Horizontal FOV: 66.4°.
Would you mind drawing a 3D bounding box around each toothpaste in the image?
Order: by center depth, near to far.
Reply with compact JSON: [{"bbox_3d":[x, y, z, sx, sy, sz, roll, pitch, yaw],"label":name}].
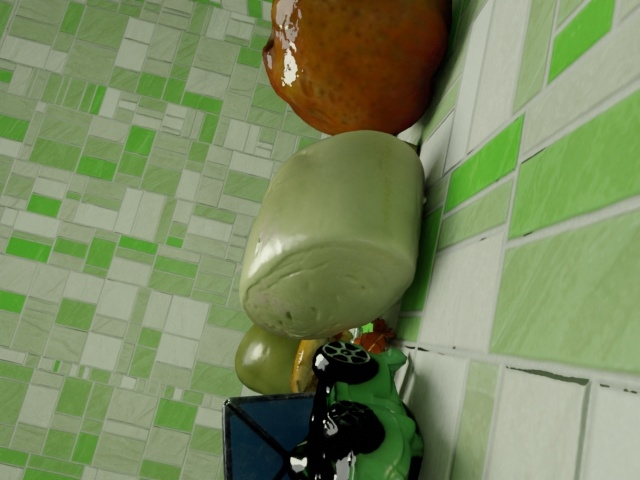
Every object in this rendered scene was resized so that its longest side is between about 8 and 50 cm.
[{"bbox_3d":[0.082,0.328,1.251,0.062,0.037,0.216,138,142,-85],"label":"toothpaste"}]

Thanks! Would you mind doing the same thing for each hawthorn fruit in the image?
[{"bbox_3d":[0.083,-0.472,1.200,0.472,0.471,0.472,-166,90,-87],"label":"hawthorn fruit"}]

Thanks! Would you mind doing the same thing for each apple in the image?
[{"bbox_3d":[-0.124,0.423,1.771,0.357,0.357,0.357,-166,90,-87],"label":"apple"}]

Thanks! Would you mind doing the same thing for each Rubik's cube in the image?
[{"bbox_3d":[-0.074,0.462,1.008,0.255,0.259,0.260,107,162,-62],"label":"Rubik's cube"}]

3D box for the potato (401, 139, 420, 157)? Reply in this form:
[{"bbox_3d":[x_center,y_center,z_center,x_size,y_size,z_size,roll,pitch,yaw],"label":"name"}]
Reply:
[{"bbox_3d":[0.184,-0.208,1.191,0.066,0.103,0.096,103,179,-67],"label":"potato"}]

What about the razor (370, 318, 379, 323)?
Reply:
[{"bbox_3d":[0.127,0.178,1.206,0.154,0.044,0.028,-100,-6,-77],"label":"razor"}]

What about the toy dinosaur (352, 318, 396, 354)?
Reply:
[{"bbox_3d":[0.091,0.213,0.951,0.288,0.070,0.117,-40,-23,-61],"label":"toy dinosaur"}]

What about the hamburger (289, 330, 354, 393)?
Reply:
[{"bbox_3d":[0.006,0.345,1.376,0.244,0.163,0.244,-168,90,-88],"label":"hamburger"}]

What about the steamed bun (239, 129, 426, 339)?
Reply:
[{"bbox_3d":[0.000,0.000,1.026,0.456,0.290,0.371,-43,22,45],"label":"steamed bun"}]

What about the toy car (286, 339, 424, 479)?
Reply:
[{"bbox_3d":[0.057,0.282,0.689,0.359,0.176,0.213,-107,29,-77],"label":"toy car"}]
